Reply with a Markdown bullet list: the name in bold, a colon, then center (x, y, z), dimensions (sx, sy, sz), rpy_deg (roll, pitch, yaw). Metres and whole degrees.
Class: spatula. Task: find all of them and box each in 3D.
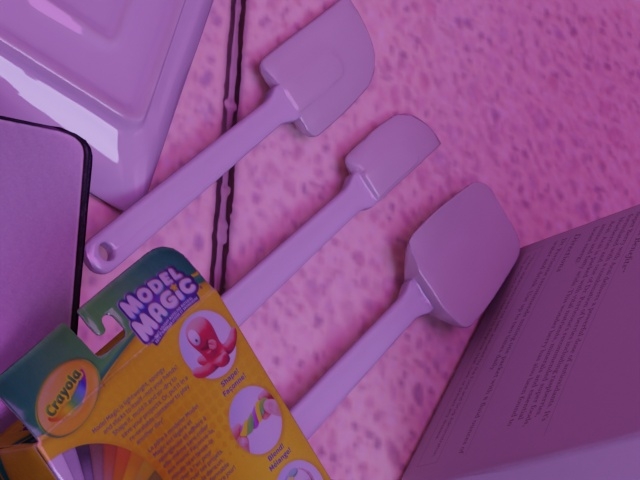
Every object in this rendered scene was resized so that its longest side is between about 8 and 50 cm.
- **spatula**: center (0.000, 0.000, 0.903), dimensions (0.168, 0.019, 0.242), rpy_deg (57, 44, -12)

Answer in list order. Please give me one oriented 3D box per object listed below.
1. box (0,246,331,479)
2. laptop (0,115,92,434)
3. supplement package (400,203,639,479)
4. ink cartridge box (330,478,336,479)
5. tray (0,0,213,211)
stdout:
- **box**: center (-0.050, 0.100, 0.710), dimensions (0.105, 0.043, 0.179), rpy_deg (-41, 110, -39)
- **laptop**: center (-0.237, 0.070, 0.532), dimensions (0.408, 0.236, 0.382), rpy_deg (11, 68, -23)
- **supplement package**: center (0.216, 0.082, 0.879), dimensions (0.175, 0.293, 0.177), rpy_deg (45, 52, -19)
- **ink cartridge box**: center (-0.046, 0.158, 0.780), dimensions (0.175, 0.072, 0.127), rpy_deg (18, 65, -35)
- **tray**: center (-0.097, -0.160, 0.877), dimensions (0.145, 0.030, 0.270), rpy_deg (32, 57, -27)
